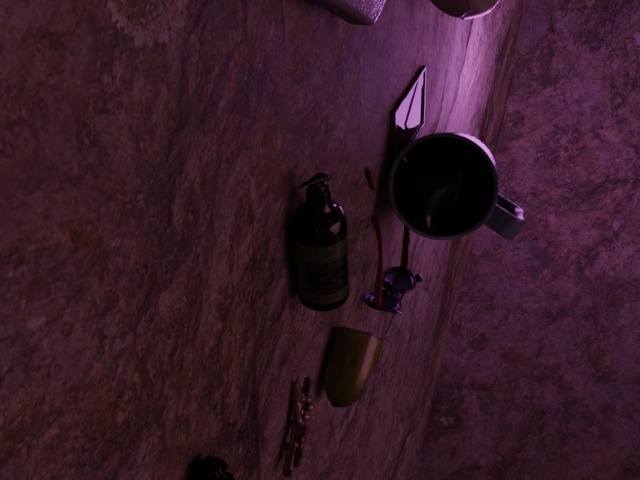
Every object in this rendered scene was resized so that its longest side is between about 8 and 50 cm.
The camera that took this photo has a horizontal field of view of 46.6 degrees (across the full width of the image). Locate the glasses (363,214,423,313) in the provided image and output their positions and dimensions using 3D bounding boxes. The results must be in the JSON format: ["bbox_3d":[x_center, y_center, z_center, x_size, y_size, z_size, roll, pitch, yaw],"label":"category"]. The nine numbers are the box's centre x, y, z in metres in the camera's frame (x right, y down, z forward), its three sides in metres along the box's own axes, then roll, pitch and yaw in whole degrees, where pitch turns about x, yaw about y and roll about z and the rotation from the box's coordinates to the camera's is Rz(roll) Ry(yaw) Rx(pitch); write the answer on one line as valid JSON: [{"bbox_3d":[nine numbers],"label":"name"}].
[{"bbox_3d":[0.194,0.035,1.905,0.234,0.118,0.268,-44,142,-54],"label":"glasses"}]

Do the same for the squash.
[{"bbox_3d":[0.064,0.300,1.738,0.186,0.123,0.123,-69,159,-9],"label":"squash"}]

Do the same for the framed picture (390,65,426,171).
[{"bbox_3d":[0.228,-0.314,1.916,0.250,0.016,0.184,-58,153,-42],"label":"framed picture"}]

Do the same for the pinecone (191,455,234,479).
[{"bbox_3d":[-0.177,0.391,1.199,0.077,0.077,0.083,-46,120,-55],"label":"pinecone"}]

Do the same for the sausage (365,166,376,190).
[{"bbox_3d":[0.118,-0.143,1.729,0.100,0.015,0.015,63,44,-61],"label":"sausage"}]

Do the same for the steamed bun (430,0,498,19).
[{"bbox_3d":[0.316,-0.651,1.685,0.283,0.177,0.283,-33,131,-47],"label":"steamed bun"}]

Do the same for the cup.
[{"bbox_3d":[0.361,-0.151,1.903,0.311,0.331,0.257,-36,130,-72],"label":"cup"}]

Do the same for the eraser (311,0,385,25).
[{"bbox_3d":[0.034,-0.456,1.188,0.270,0.095,0.174,-13,112,-69],"label":"eraser"}]

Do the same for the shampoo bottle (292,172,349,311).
[{"bbox_3d":[0.000,0.000,1.377,0.101,0.101,0.284,-55,151,-46],"label":"shampoo bottle"}]

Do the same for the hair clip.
[{"bbox_3d":[-0.046,0.395,1.582,0.056,0.062,0.214,1,98,-39],"label":"hair clip"}]
